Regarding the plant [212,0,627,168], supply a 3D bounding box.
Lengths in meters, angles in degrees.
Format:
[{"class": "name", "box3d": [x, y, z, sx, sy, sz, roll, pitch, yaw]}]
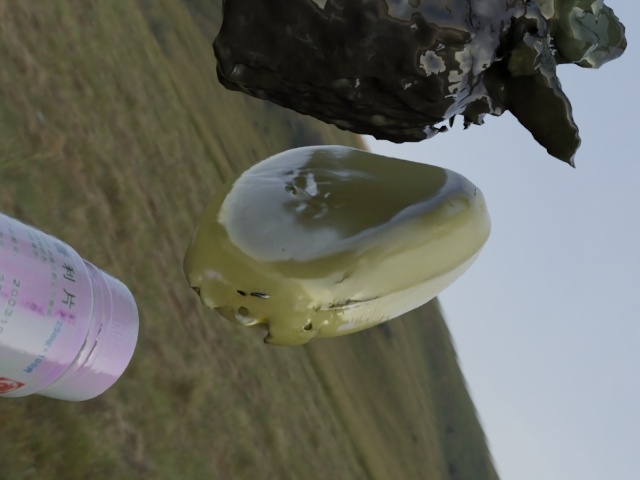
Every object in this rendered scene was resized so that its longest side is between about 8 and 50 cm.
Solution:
[{"class": "plant", "box3d": [0.085, -0.180, 0.807, 0.213, 0.312, 0.215, 104, 0, -82]}]

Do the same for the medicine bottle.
[{"class": "medicine bottle", "box3d": [-0.281, 0.052, 0.923, 0.254, 0.152, 0.152, 31, 25, -56]}]

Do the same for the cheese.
[{"class": "cheese", "box3d": [0.000, 0.000, 1.051, 0.259, 0.316, 0.128, 13, -58, 34]}]
